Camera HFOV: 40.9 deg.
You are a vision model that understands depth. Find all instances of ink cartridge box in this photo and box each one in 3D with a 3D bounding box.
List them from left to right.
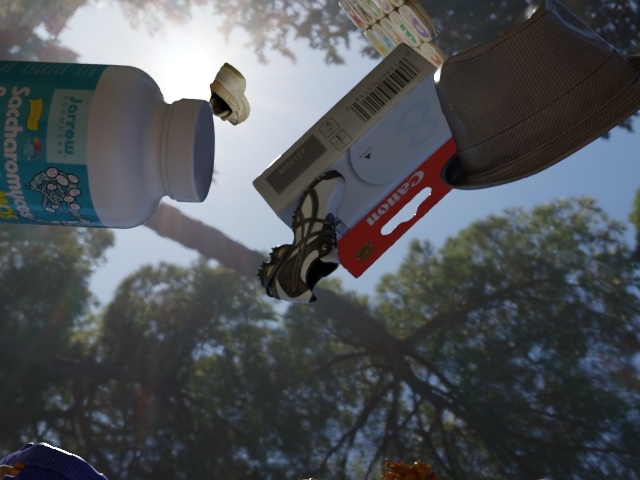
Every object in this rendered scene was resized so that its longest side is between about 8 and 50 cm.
[{"bbox_3d":[0.109,-0.087,1.373,0.308,0.385,0.091,-43,-127,3],"label":"ink cartridge box"}]

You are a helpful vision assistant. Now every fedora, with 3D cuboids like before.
[{"bbox_3d":[0.203,-0.159,0.856,0.243,0.124,0.275,-33,-173,6],"label":"fedora"}]

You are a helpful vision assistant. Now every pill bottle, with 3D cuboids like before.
[{"bbox_3d":[-0.232,-0.086,0.766,0.263,0.146,0.146,2,-119,4],"label":"pill bottle"}]

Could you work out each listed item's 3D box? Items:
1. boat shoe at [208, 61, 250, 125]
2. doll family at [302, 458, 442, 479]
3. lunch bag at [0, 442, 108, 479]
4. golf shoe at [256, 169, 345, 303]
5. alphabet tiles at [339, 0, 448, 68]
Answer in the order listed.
[{"bbox_3d":[-0.154,-0.224,1.380,0.063,0.170,0.059,39,-104,11],"label":"boat shoe"},{"bbox_3d":[0.030,0.244,0.641,0.262,0.118,0.163,-12,-150,27],"label":"doll family"},{"bbox_3d":[-0.206,0.346,0.463,0.238,0.386,0.328,12,-143,15],"label":"lunch bag"},{"bbox_3d":[0.000,0.000,1.162,0.093,0.077,0.198,21,-105,28],"label":"golf shoe"},{"bbox_3d":[0.105,-0.369,1.411,0.021,0.278,0.284,-43,-169,-5],"label":"alphabet tiles"}]
